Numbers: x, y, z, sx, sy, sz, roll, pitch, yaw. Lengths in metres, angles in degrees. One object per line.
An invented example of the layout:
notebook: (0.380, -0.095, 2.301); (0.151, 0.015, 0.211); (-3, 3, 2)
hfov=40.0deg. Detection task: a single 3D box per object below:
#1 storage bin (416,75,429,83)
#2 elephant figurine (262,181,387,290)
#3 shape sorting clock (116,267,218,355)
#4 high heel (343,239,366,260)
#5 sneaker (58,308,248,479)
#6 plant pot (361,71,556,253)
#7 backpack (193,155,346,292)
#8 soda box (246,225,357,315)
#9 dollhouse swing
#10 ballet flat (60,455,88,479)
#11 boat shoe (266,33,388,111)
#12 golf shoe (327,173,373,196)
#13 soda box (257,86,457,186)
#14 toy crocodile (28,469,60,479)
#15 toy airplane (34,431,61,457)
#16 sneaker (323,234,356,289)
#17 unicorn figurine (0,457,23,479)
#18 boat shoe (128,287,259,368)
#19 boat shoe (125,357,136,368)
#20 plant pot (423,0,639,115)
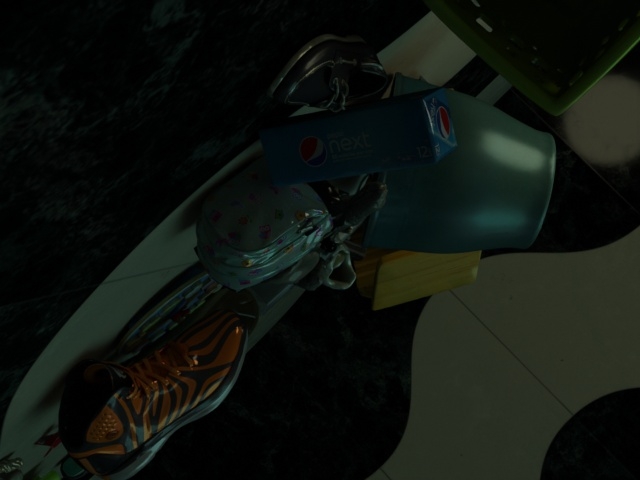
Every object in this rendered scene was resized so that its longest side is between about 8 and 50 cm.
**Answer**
storage bin: (0.162, -0.218, 1.513); (0.091, 0.098, 0.135); (-27, 165, 17)
elephant figurine: (-0.038, -0.018, 1.250); (0.186, 0.169, 0.239); (-58, -176, -14)
shape sorting clock: (-0.231, 0.112, 1.371); (0.206, 0.040, 0.206); (-44, 174, -6)
high heel: (-0.052, 0.012, 1.898); (0.261, 0.186, 0.093); (-12, -115, 47)
sneaker: (-0.245, 0.203, 1.290); (0.321, 0.124, 0.180); (-49, 145, -15)
plant pot: (0.211, -0.097, 1.344); (0.271, 0.255, 0.272); (11, 90, -89)
backpack: (-0.074, -0.026, 1.090); (0.182, 0.152, 0.115); (-38, 156, -27)
soda box: (-0.040, 0.012, 1.697); (0.286, 0.098, 0.091); (-41, 173, -21)
dollhouse swing: (0.181, -0.102, 1.862); (0.315, 0.305, 0.347); (-17, -145, 8)
ballet flat: (-0.473, 0.446, 1.910); (0.203, 0.074, 0.074); (-35, 171, -24)
boat shoe: (0.016, -0.174, 0.940); (0.075, 0.065, 0.206); (-48, 173, 31)
golf shoe: (0.064, -0.143, 1.509); (0.198, 0.077, 0.094); (-48, 168, -49)
soda box: (0.039, -0.114, 0.981); (0.210, 0.071, 0.067); (-6, -163, 31)
toy crocodile: (-0.588, 0.549, 1.762); (0.115, 0.105, 0.341); (-38, 167, -43)
toy airplane: (-0.430, 0.320, 1.517); (0.151, 0.028, 0.151); (-45, 173, -7)
sneaker: (0.000, 0.000, 1.558); (0.087, 0.092, 0.229); (-48, 140, -16)
unicorn figurine: (-0.512, 0.405, 1.395); (0.162, 0.060, 0.111); (-46, 173, 21)
boat shoe: (-0.245, 0.204, 1.495); (0.110, 0.122, 0.341); (-5, -152, 46)
boat shoe: (-0.294, 0.238, 1.597); (0.088, 0.096, 0.267); (-42, 167, 23)
plant pot: (0.291, -0.323, 1.054); (0.227, 0.228, 0.207); (-49, 180, 35)
